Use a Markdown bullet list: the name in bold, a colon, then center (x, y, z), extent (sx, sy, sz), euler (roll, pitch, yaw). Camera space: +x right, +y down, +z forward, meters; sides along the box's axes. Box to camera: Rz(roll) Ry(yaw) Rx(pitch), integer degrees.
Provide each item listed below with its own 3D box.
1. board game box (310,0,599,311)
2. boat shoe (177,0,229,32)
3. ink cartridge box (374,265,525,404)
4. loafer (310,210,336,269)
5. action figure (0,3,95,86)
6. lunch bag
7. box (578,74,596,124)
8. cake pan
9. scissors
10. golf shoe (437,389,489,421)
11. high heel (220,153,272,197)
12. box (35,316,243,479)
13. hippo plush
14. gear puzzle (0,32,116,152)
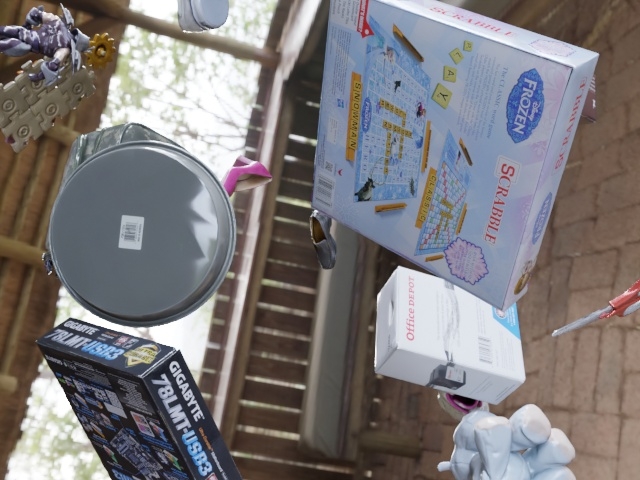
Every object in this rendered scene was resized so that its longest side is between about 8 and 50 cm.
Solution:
- **board game box**: center (0.136, -0.119, 0.937), extent (0.066, 0.318, 0.319), euler (-30, -41, -41)
- **boat shoe**: center (-0.300, -0.665, 1.812), extent (0.156, 0.136, 0.367), euler (-3, 89, 38)
- **ink cartridge box**: center (0.286, 0.215, 1.737), extent (0.129, 0.307, 0.223), euler (121, 161, -47)
- **loafer**: center (0.000, 0.000, 2.012), extent (0.061, 0.062, 0.170), euler (-32, -65, -56)
- **action figure**: center (-0.591, -0.393, 1.523), extent (0.185, 0.285, 0.099), euler (64, 144, 32)
- **lunch bag**: center (-0.430, -0.068, 1.569), extent (0.256, 0.212, 0.305), euler (-4, 70, 39)
- **box**: center (0.518, -0.371, 2.062), extent (0.381, 0.191, 0.143), euler (-1, 83, 40)
- **cake pan**: center (-0.277, -0.012, 1.176), extent (0.054, 0.293, 0.293), euler (81, -160, -87)
- **scissors**: center (0.510, 0.134, 1.377), extent (0.021, 0.297, 0.109), euler (48, 152, 31)
- **golf shoe**: center (0.356, 0.397, 1.920), extent (0.115, 0.306, 0.140), euler (-37, 38, 3)
- **high heel**: center (-0.210, -0.150, 2.111), extent (0.082, 0.117, 0.244), euler (-56, 6, 28)
- **box**: center (-0.250, 0.263, 1.090), extent (0.295, 0.073, 0.293), euler (4, 124, 45)
- **hippo plush**: center (0.393, 0.485, 1.647), extent (0.236, 0.234, 0.294), euler (161, 117, -79)
- **gear puzzle**: center (-0.590, -0.358, 1.708), extent (0.339, 0.044, 0.175), euler (-47, -28, -23)
